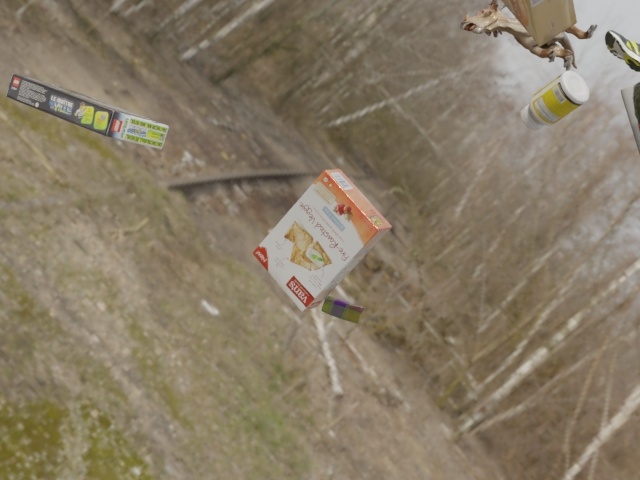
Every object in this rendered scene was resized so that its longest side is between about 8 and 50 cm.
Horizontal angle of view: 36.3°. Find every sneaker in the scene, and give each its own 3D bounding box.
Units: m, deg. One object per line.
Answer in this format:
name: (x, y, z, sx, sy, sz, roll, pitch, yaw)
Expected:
sneaker: (0.482, -0.301, 1.530, 0.083, 0.035, 0.031, 47, -24, 6)

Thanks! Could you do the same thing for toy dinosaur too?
toy dinosaur: (0.460, -0.463, 2.109, 0.296, 0.127, 0.200, 9, 18, -45)

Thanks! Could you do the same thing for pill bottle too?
pill bottle: (0.409, -0.242, 1.716, 0.065, 0.116, 0.065, 18, 56, -29)

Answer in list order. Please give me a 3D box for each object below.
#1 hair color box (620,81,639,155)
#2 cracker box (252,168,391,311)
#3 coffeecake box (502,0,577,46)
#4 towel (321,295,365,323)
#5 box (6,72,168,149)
hair color box: (0.726, -0.146, 1.864, 0.114, 0.185, 0.374, 15, 59, -52)
cracker box: (0.000, 0.000, 1.834, 0.155, 0.232, 0.067, 48, 26, 15)
coffeecake box: (0.283, -0.395, 1.402, 0.185, 0.068, 0.142, 61, 5, 32)
towel: (0.046, 0.140, 1.974, 0.083, 0.060, 0.009, 17, 51, 0)
box: (-0.326, -0.180, 1.361, 0.207, 0.036, 0.114, 22, 7, 31)
